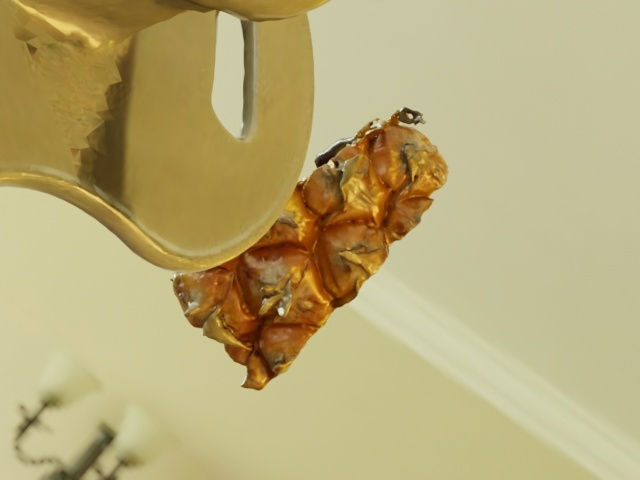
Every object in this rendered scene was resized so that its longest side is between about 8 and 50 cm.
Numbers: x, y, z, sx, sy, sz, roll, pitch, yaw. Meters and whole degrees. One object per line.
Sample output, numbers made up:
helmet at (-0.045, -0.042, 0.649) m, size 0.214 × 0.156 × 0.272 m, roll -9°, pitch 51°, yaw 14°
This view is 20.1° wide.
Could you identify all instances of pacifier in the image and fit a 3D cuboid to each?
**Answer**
pacifier at (-0.064, -0.117, 0.635) m, size 0.207 × 0.228 × 0.279 m, roll -11°, pitch -20°, yaw 39°

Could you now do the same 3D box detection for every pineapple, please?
pineapple at (0.000, 0.000, 1.390) m, size 0.114 × 0.236 × 0.186 m, roll 51°, pitch -4°, yaw -5°
